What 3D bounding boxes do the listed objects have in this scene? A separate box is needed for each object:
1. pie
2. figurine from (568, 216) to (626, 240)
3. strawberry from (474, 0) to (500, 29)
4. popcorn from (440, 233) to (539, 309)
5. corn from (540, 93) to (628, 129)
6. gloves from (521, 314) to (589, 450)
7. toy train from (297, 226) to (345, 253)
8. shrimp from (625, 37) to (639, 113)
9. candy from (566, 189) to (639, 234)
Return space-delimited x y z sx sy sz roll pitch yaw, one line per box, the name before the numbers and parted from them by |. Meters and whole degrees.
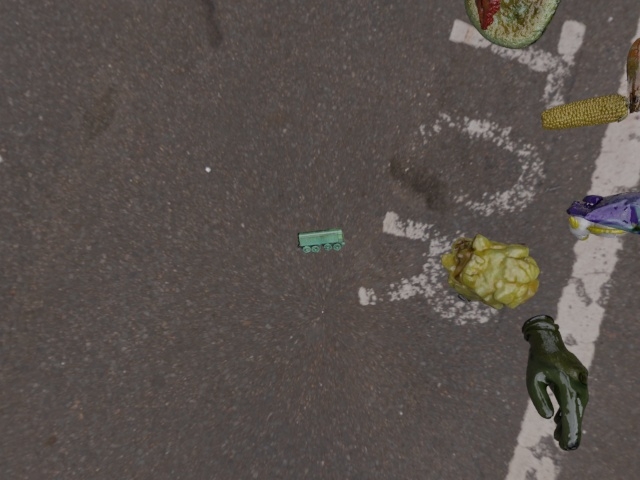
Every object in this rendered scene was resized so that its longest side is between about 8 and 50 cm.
pie | 0.625 -0.796 1.697 0.323 0.070 0.323 8 113 19
figurine | 0.908 -0.041 1.707 0.178 0.129 0.109 16 102 39
strawberry | 0.494 -0.709 1.562 0.048 0.104 0.152 -11 123 -15
popcorn | 0.509 0.093 1.581 0.252 0.286 0.215 6 92 -29
corn | 0.860 -0.415 1.705 0.260 0.091 0.091 -6 107 21
gloves | 0.468 0.275 1.034 0.135 0.107 0.268 9 57 -15
toy train | 0.000 0.000 1.586 0.147 0.038 0.071 -7 118 4
shrimp | 0.962 -0.489 1.544 0.150 0.068 0.249 24 84 -5
candy | 0.536 -0.047 0.805 0.275 0.145 0.070 5 105 35
